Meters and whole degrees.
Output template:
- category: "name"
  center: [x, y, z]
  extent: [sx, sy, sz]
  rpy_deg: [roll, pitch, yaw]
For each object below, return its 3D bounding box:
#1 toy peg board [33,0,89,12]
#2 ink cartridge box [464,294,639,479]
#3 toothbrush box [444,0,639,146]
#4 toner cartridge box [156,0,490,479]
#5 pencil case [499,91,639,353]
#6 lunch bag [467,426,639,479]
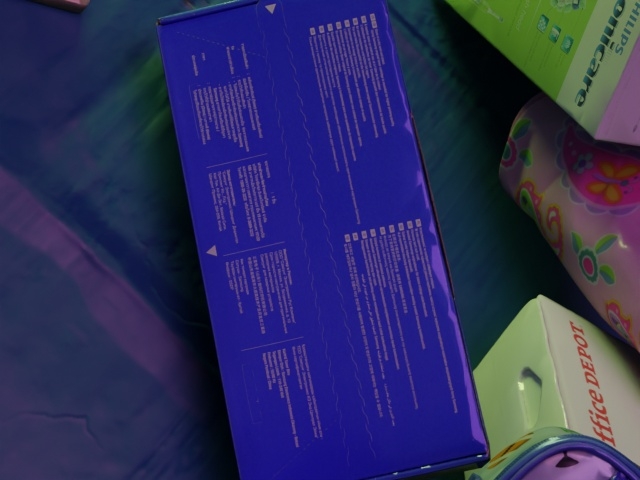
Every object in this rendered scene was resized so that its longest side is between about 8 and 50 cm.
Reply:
- category: "toy peg board"
  center: [-0.222, -0.265, 1.065]
  extent: [0.160, 0.079, 0.161]
  rpy_deg: [13, 67, -25]
- category: "ink cartridge box"
  center: [0.244, 0.190, 1.085]
  extent: [0.283, 0.117, 0.207]
  rpy_deg: [28, 27, -16]
- category: "toothbrush box"
  center: [0.246, -0.178, 1.178]
  extent: [0.206, 0.122, 0.283]
  rpy_deg: [7, 29, -27]
- category: "toner cartridge box"
  center: [0.000, 0.000, 1.048]
  extent: [0.165, 0.075, 0.348]
  rpy_deg: [-12, 76, 2]
- category: "pencil case"
  center: [0.239, 0.005, 1.126]
  extent: [0.124, 0.124, 0.284]
  rpy_deg: [-2, 41, -30]
- category: "lunch bag"
  center: [0.115, 0.270, 0.883]
  extent: [0.243, 0.115, 0.303]
  rpy_deg: [42, 87, -1]
